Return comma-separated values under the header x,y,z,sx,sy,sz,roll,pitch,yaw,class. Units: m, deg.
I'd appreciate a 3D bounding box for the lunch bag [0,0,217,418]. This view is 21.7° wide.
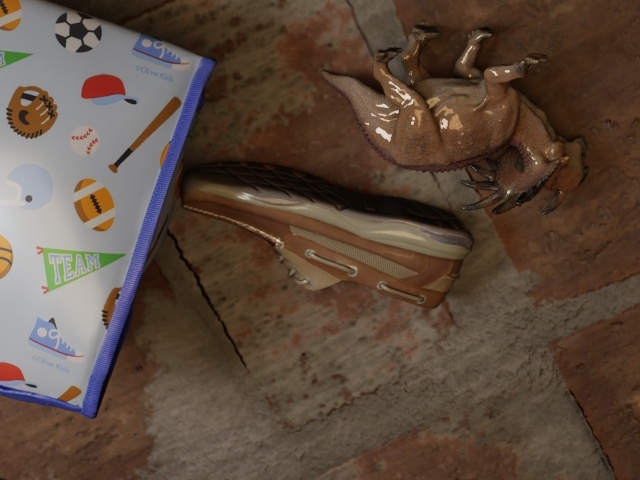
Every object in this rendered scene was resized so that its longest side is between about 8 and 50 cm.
x,y,z,sx,sy,sz,roll,pitch,yaw,class
-0.319,-0.042,1.715,0.328,0.239,0.385,17,82,-3,lunch bag

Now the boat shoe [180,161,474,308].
x,y,z,sx,sy,sz,roll,pitch,yaw,class
0.000,0.000,1.813,0.324,0.123,0.116,15,107,-2,boat shoe

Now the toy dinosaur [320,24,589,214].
x,y,z,sx,sy,sz,roll,pitch,yaw,class
0.142,-0.116,1.780,0.296,0.127,0.200,2,112,6,toy dinosaur
